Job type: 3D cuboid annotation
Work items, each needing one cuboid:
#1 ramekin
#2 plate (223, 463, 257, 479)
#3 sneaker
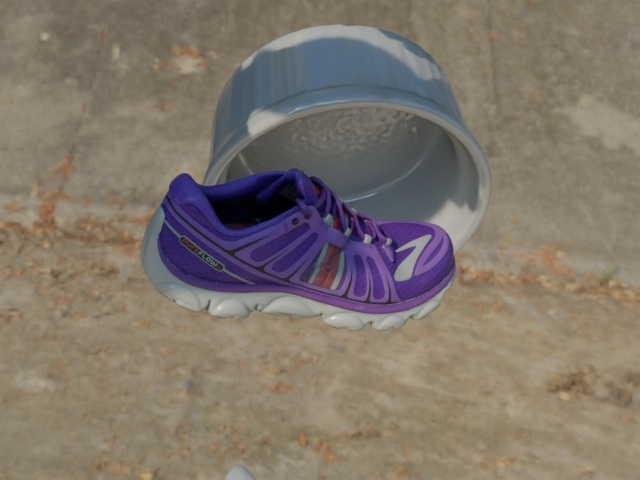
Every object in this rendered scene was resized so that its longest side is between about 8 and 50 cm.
[{"bbox_3d":[0.019,-0.078,0.944,0.277,0.277,0.135,3,50,-12],"label":"ramekin"},{"bbox_3d":[-0.060,0.412,0.945,0.045,0.277,0.278,-17,23,35],"label":"plate"},{"bbox_3d":[0.000,0.000,0.467,0.169,0.071,0.068,3,33,-31],"label":"sneaker"}]
